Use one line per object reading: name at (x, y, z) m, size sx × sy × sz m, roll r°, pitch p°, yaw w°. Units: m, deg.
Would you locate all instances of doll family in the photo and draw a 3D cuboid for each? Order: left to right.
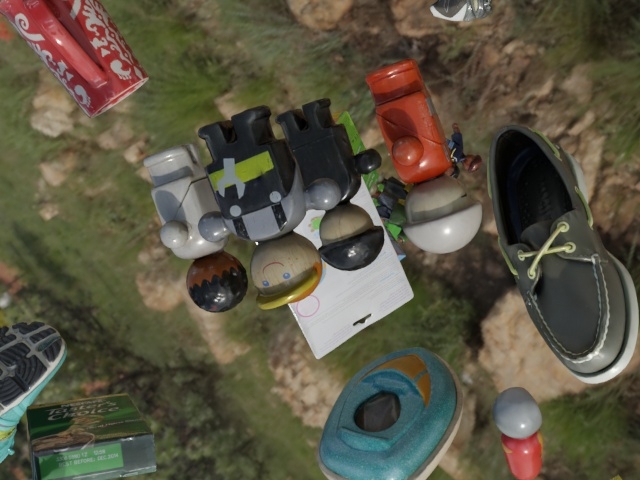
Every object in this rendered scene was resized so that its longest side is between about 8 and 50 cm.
doll family at (0.133, -0.076, 1.163) m, size 0.111 × 0.193 × 0.076 m, roll 24°, pitch 166°, yaw 6°

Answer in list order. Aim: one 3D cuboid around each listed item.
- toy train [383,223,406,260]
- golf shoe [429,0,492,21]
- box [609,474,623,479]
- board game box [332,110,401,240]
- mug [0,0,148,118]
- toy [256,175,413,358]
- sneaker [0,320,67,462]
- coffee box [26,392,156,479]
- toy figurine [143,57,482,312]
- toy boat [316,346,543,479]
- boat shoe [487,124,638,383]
toy train at (0.051, -0.024, 1.421) m, size 0.080 × 0.105 × 0.184 m, roll -38°, pitch 76°, yaw 15°
golf shoe at (0.183, -0.396, 1.258) m, size 0.094 × 0.077 × 0.198 m, roll -1°, pitch 89°, yaw 20°
box at (0.346, 0.364, 0.954) m, size 0.232 × 0.058 × 0.087 m, roll 51°, pitch 120°, yaw 12°
board game box at (0.059, -0.077, 1.560) m, size 0.039 × 0.124 × 0.259 m, roll -3°, pitch 130°, yaw 40°
mug at (-0.306, -0.237, 1.134) m, size 0.113 × 0.150 × 0.169 m, roll -29°, pitch 102°, yaw 31°
toy at (0.000, 0.000, 1.027) m, size 0.056 × 0.137 × 0.237 m, roll 43°, pitch 161°, yaw 56°
sneaker at (-0.398, 0.208, 1.089) m, size 0.107 × 0.275 × 0.110 m, roll 40°, pitch 177°, yaw 29°
coffee box at (-0.232, 0.194, 0.920) m, size 0.184 × 0.113 × 0.040 m, roll -170°, pitch 76°, yaw -72°
toy figurine at (-0.011, -0.029, 0.702) m, size 0.213 × 0.210 × 0.148 m, roll -11°, pitch 101°, yaw 58°
toy boat at (0.160, 0.249, 1.316) m, size 0.318 × 0.267 × 0.148 m, roll 5°, pitch 131°, yaw 27°
boat shoe at (0.236, 0.004, 0.952) m, size 0.109 × 0.305 × 0.091 m, roll -34°, pitch 131°, yaw 29°
